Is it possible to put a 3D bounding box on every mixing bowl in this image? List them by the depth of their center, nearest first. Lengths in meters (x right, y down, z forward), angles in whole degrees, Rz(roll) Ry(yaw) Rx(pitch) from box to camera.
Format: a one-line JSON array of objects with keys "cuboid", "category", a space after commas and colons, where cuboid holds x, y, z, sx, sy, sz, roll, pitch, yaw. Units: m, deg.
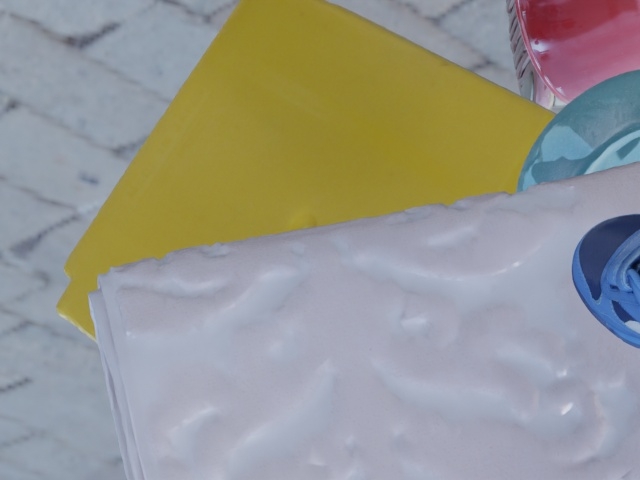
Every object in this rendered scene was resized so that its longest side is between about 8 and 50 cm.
[{"cuboid": [0.228, -0.188, 1.185, 0.098, 0.181, 0.181, -4, 151, 39], "category": "mixing bowl"}]

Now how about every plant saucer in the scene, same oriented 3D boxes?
[{"cuboid": [0.152, -0.025, 0.784, 0.119, 0.021, 0.119, -10, 124, -15], "category": "plant saucer"}]

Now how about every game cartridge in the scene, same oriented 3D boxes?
[{"cuboid": [0.000, 0.000, 1.060, 0.324, 0.285, 0.053, 33, 178, 38], "category": "game cartridge"}]

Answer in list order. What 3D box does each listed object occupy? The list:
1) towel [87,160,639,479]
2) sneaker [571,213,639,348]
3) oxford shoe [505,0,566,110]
[{"cuboid": [0.100, 0.126, 0.660, 0.332, 0.316, 0.053, -11, 160, -12], "category": "towel"}, {"cuboid": [0.130, 0.014, 0.578, 0.059, 0.053, 0.144, 49, 174, -28], "category": "sneaker"}, {"cuboid": [0.224, -0.268, 1.319, 0.130, 0.348, 0.123, 7, 173, -3], "category": "oxford shoe"}]
